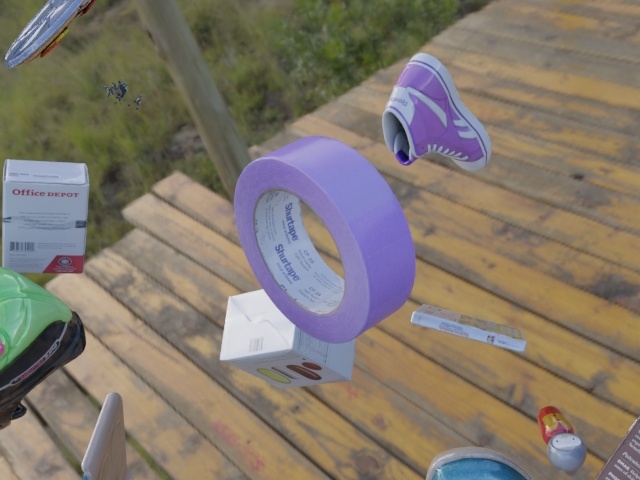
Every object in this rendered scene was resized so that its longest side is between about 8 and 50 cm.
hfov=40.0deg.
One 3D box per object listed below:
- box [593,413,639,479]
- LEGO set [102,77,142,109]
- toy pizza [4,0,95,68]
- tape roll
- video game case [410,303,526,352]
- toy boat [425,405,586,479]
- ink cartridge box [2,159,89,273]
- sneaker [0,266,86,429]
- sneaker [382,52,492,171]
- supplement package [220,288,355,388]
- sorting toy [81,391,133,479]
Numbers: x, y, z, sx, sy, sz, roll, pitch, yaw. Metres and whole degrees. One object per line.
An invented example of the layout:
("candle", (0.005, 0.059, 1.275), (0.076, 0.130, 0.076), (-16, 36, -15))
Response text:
("box", (0.561, 0.352, 1.359), (0.167, 0.168, 0.203), (39, 109, 34))
("LEGO set", (-0.379, -0.282, 1.691), (0.054, 0.083, 0.023), (-46, 3, 27))
("toy pizza", (-0.384, -0.320, 1.283), (0.201, 0.032, 0.201), (-32, 33, 24))
("tape roll", (0.000, 0.000, 1.200), (0.090, 0.275, 0.275), (-28, 31, -33))
("video game case", (0.282, 0.164, 1.664), (0.206, 0.026, 0.227), (14, 2, 11))
("toy boat", (0.346, 0.442, 1.595), (0.318, 0.267, 0.148), (-50, 16, 16))
("ink cartridge box", (-0.341, -0.029, 1.089), (0.099, 0.135, 0.056), (2, 34, -18))
("sneaker", (-0.483, 0.210, 1.080), (0.483, 0.202, 0.185), (-29, 61, 20))
("sneaker", (0.191, -0.174, 1.528), (0.102, 0.282, 0.161), (13, 67, 45))
("supplement package", (-0.062, 0.202, 1.821), (0.194, 0.203, 0.149), (-14, 57, 35))
("sorting toy", (-0.365, 0.395, 1.494), (0.038, 0.208, 0.193), (0, 31, 2))
